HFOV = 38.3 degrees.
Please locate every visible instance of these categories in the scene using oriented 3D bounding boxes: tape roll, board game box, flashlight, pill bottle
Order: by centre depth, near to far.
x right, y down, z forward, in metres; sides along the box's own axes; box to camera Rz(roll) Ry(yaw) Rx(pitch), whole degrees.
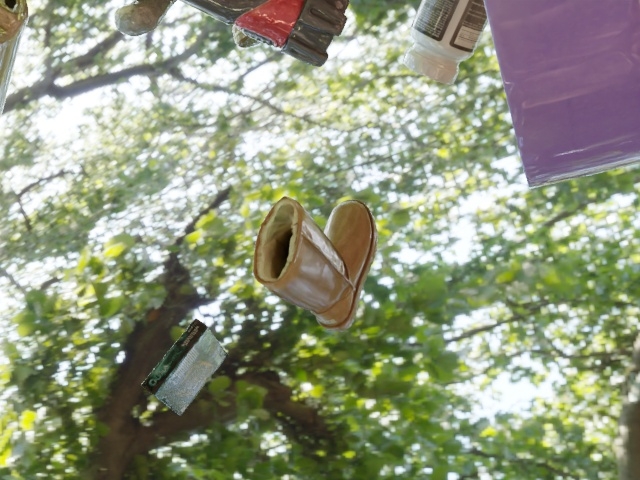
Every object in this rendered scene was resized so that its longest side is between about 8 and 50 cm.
[{"bbox_3d":[0.148,-0.132,0.579,0.189,0.080,0.189,-14,-90,-77],"label":"tape roll"},{"bbox_3d":[-0.115,-0.282,0.929,0.304,0.103,0.103,26,-137,-10],"label":"flashlight"},{"bbox_3d":[-0.202,0.196,1.406,0.026,0.186,0.126,34,-104,15],"label":"board game box"},{"bbox_3d":[0.301,-0.510,2.103,0.162,0.162,0.278,6,-62,-37],"label":"pill bottle"}]

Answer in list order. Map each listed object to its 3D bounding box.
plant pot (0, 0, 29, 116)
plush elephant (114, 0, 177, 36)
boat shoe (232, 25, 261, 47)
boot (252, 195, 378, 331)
[{"bbox_3d":[-0.529,-0.211,1.161,0.334,0.305,0.334,26,-150,-16],"label":"plant pot"},{"bbox_3d":[-0.246,-0.560,1.578,0.330,0.272,0.255,-80,-30,-46],"label":"plush elephant"},{"bbox_3d":[-0.024,-0.388,1.307,0.285,0.104,0.089,-41,-90,5],"label":"boat shoe"},{"bbox_3d":[0.000,0.000,1.388,0.269,0.089,0.236,46,-133,-59],"label":"boot"}]
